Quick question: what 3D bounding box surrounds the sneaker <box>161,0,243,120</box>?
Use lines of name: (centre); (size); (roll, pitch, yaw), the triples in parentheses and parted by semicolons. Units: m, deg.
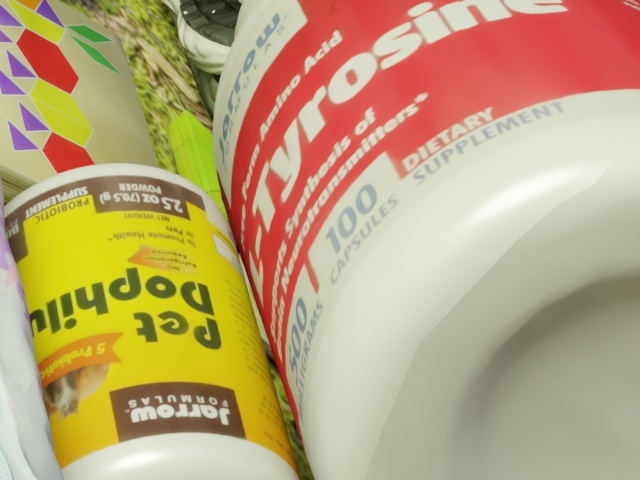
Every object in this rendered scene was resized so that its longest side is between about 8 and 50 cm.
sneaker: (-0.044, -0.119, 1.206); (0.271, 0.100, 0.108); (-103, -178, -66)

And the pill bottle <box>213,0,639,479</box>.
pill bottle: (0.075, -0.018, 0.894); (0.229, 0.229, 0.408); (38, 13, -25)

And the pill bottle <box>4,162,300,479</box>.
pill bottle: (-0.074, 0.078, 0.809); (0.117, 0.117, 0.215); (29, 30, -39)

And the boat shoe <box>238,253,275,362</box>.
boat shoe: (0.000, 0.000, 1.115); (0.068, 0.072, 0.190); (41, 25, -19)

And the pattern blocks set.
pattern blocks set: (-0.142, -0.074, 1.031); (0.285, 0.026, 0.325); (33, 28, -35)

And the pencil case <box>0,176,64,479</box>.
pencil case: (-0.156, 0.033, 0.724); (0.113, 0.124, 0.273); (28, 32, -41)
